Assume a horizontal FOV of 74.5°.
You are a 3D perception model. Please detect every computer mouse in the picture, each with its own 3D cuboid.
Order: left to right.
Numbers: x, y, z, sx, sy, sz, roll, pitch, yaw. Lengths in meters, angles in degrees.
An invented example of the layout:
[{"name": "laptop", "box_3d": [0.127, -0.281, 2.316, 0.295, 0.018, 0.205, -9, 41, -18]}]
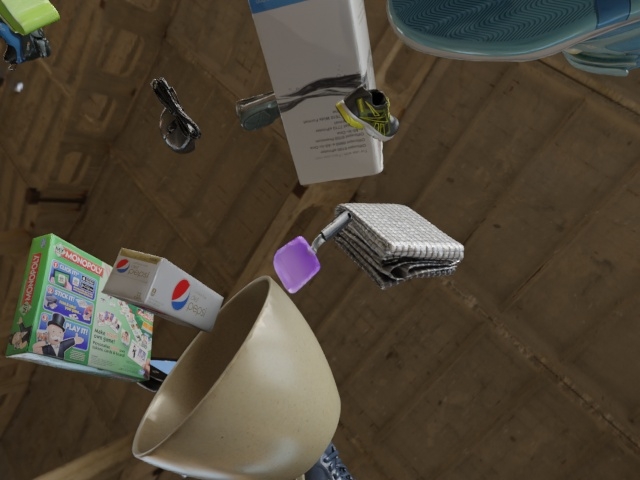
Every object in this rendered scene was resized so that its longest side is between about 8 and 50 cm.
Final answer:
[{"name": "computer mouse", "box_3d": [-0.420, -0.322, 1.205, 0.189, 0.072, 0.272, 55, -17, -3]}]

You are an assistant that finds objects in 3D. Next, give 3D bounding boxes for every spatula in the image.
[{"name": "spatula", "box_3d": [0.000, 0.000, 0.875, 0.030, 0.296, 0.084, -23, -77, 36]}]

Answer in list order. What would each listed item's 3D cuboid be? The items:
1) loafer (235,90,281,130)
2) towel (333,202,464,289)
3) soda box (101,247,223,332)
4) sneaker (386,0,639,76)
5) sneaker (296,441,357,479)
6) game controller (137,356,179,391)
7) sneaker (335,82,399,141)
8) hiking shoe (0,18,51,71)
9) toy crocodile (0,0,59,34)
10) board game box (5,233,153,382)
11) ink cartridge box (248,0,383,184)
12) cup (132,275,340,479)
[{"name": "loafer", "box_3d": [-0.102, -0.385, 1.138, 0.267, 0.096, 0.084, -23, -111, -11]}, {"name": "towel", "box_3d": [0.184, 0.005, 1.060, 0.284, 0.234, 0.122, 47, -50, 52]}, {"name": "soda box", "box_3d": [-0.235, 0.086, 0.665, 0.073, 0.216, 0.069, 11, -109, 15]}, {"name": "sneaker", "box_3d": [0.230, -0.215, 0.404, 0.318, 0.208, 0.127, -3, -88, 15]}, {"name": "sneaker", "box_3d": [0.061, 0.517, 0.827, 0.148, 0.131, 0.351, -26, -107, 23]}, {"name": "game controller", "box_3d": [-0.389, 0.358, 1.135, 0.166, 0.319, 0.067, 8, -104, 24]}, {"name": "sneaker", "box_3d": [0.051, -0.114, 0.378, 0.035, 0.083, 0.031, -39, -114, 34]}, {"name": "hiking shoe", "box_3d": [-0.855, -0.621, 1.106, 0.113, 0.132, 0.304, 23, -38, 55]}, {"name": "toy crocodile", "box_3d": [-0.487, -0.438, 0.541, 0.105, 0.115, 0.341, -8, -59, 47]}, {"name": "board game box", "box_3d": [-0.447, 0.152, 0.841, 0.046, 0.317, 0.214, -13, -119, 10]}, {"name": "ink cartridge box", "box_3d": [0.008, -0.271, 0.623, 0.128, 0.223, 0.308, -7, -56, 13]}, {"name": "cup", "box_3d": [-0.106, 0.261, 0.713, 0.237, 0.331, 0.331, 42, -61, -15]}]
